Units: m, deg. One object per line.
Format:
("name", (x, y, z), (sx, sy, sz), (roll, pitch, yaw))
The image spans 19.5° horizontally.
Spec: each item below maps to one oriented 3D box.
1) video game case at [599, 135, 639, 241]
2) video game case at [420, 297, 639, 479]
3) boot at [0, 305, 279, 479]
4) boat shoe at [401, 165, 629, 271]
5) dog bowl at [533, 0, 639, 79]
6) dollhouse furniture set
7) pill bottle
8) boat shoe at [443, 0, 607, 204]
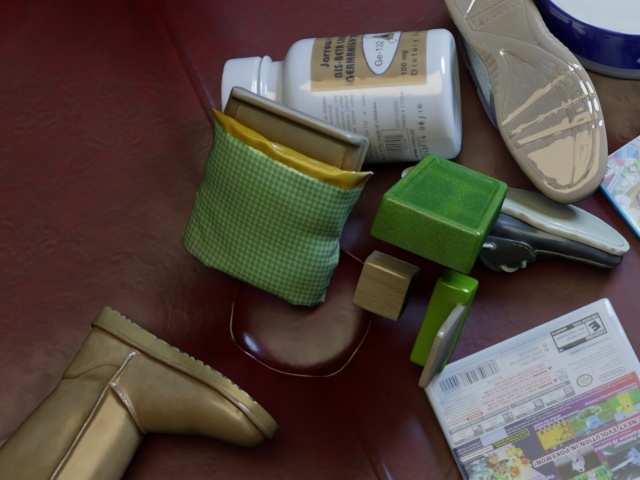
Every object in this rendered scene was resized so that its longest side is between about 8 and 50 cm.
("video game case", (0.369, -0.069, 1.858), (0.166, 0.015, 0.119), (-33, 70, -5))
("video game case", (0.223, 0.175, 1.791), (0.201, 0.023, 0.183), (-23, 70, -2))
("boot", (-0.200, 0.227, 1.800), (0.236, 0.089, 0.269), (28, 77, 26))
("boat shoe", (0.187, -0.008, 1.842), (0.233, 0.084, 0.079), (14, 112, 5))
("dog bowl", (0.326, -0.304, 1.897), (0.265, 0.104, 0.265), (-2, 71, 7))
("dollhouse furniture set", (0.000, 0.000, 1.761), (0.301, 0.151, 0.197), (22, 115, 10))
("pill bottle", (0.022, -0.140, 1.866), (0.229, 0.131, 0.131), (-3, 71, 9))
("boat shoe", (0.208, -0.155, 1.867), (0.103, 0.092, 0.285), (-28, 67, 3))
